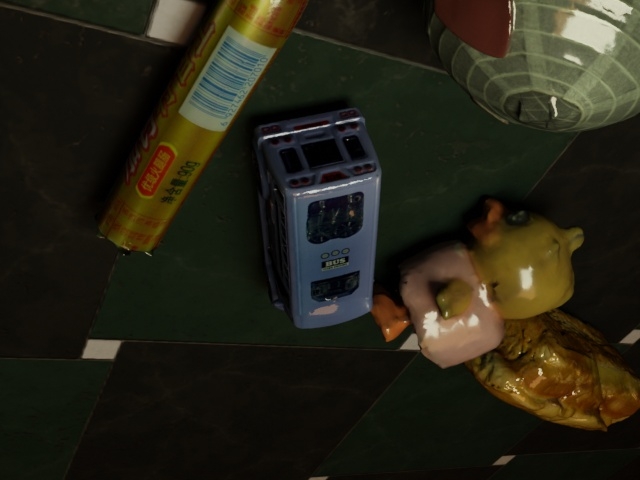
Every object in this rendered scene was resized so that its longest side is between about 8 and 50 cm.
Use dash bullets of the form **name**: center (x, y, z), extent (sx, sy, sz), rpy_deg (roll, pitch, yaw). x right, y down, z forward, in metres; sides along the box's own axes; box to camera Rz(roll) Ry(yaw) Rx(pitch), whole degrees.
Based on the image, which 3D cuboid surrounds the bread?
- **bread**: center (0.379, 0.210, 1.160), extent (0.344, 0.195, 0.149), rpy_deg (24, 118, -38)

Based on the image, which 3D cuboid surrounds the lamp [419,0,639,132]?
- **lamp**: center (0.196, -0.200, 0.574), extent (0.233, 0.233, 0.265), rpy_deg (-31, 147, 13)

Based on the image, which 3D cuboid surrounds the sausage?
- **sausage**: center (-0.107, -0.129, 0.651), extent (0.082, 0.082, 0.371), rpy_deg (14, 130, -34)

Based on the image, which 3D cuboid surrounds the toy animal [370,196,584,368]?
- **toy animal**: center (0.212, 0.054, 0.931), extent (0.281, 0.169, 0.195), rpy_deg (-37, -179, 13)

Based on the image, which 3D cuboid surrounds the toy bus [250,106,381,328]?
- **toy bus**: center (0.000, 0.000, 0.799), extent (0.125, 0.133, 0.292), rpy_deg (-12, 140, -10)
